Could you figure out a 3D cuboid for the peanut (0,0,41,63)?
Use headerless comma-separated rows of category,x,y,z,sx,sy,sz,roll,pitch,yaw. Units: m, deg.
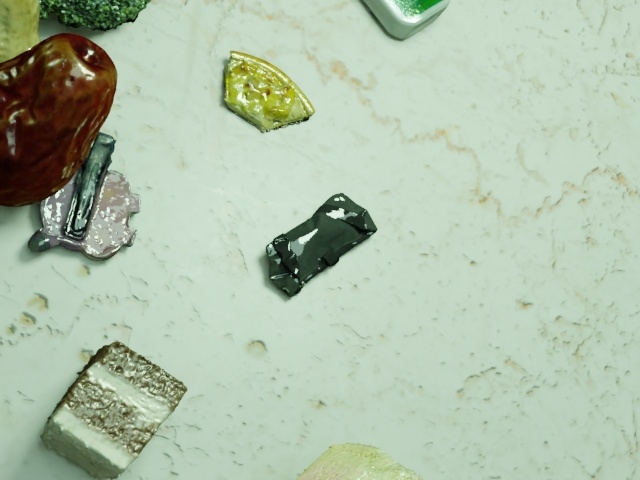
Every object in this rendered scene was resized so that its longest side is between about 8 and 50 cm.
peanut,-0.437,-0.304,1.760,0.103,0.098,0.229,-23,122,-32

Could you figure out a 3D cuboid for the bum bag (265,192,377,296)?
bum bag,0.000,0.000,1.885,0.197,0.049,0.087,-37,91,-28

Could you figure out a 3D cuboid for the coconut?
coconut,0.033,0.403,1.656,0.233,0.233,0.245,45,60,0

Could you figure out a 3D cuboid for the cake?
cake,-0.271,0.225,1.654,0.134,0.135,0.147,33,63,-9

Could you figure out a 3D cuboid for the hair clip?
hair clip,-0.323,-0.058,1.792,0.146,0.056,0.187,13,76,-17

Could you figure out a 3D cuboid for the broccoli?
broccoli,-0.322,-0.403,1.851,0.198,0.226,0.176,55,19,-32

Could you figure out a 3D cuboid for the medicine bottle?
medicine bottle,0.118,-0.424,2.071,0.119,0.069,0.183,-35,84,-25

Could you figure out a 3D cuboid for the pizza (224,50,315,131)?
pizza,-0.085,-0.223,1.941,0.160,0.036,0.099,35,63,-5

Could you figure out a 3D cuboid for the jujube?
jujube,-0.383,-0.162,1.694,0.190,0.255,0.190,38,25,-21
